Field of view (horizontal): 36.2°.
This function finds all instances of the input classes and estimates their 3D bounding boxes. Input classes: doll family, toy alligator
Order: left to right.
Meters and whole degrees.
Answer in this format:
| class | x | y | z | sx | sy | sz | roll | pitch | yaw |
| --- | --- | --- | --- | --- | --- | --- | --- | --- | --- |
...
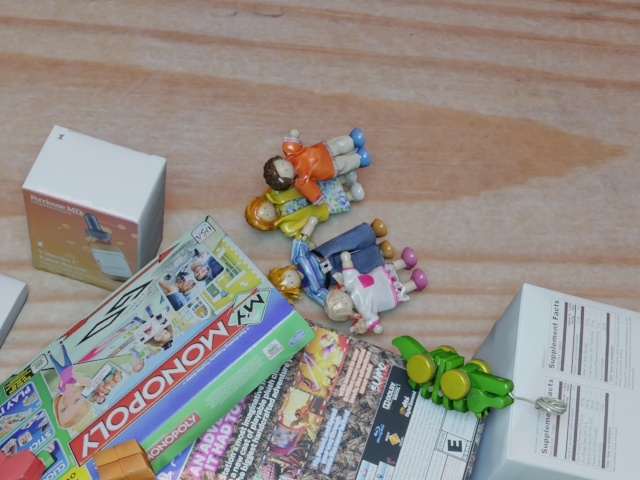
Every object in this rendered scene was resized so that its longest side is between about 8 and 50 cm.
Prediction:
| class | x | y | z | sx | sy | sz | roll | pitch | yaw |
| --- | --- | --- | --- | --- | --- | --- | --- | --- | --- |
| doll family | 0.000 | 0.000 | 1.177 | 0.163 | 0.118 | 0.263 | -21 | 83 | -29 |
| toy alligator | 0.144 | 0.146 | 0.942 | 0.189 | 0.051 | 0.056 | 22 | 19 | 34 |

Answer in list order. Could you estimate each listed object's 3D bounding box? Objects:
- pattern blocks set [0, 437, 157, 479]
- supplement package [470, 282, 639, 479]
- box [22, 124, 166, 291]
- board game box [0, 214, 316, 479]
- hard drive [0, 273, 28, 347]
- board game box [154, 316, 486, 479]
| class | x | y | z | sx | sy | sz | roll | pitch | yaw |
| --- | --- | --- | --- | --- | --- | --- | --- | --- | --- |
| pattern blocks set | -0.233 | 0.266 | 0.754 | 0.324 | 0.026 | 0.285 | -7 | 37 | 35 |
| supplement package | 0.301 | 0.203 | 1.042 | 0.262 | 0.199 | 0.198 | 14 | 58 | -2 |
| box | -0.249 | -0.028 | 1.092 | 0.130 | 0.170 | 0.091 | 17 | 57 | 0 |
| board game box | -0.181 | 0.131 | 0.959 | 0.317 | 0.046 | 0.213 | -40 | 39 | -6 |
| hard drive | -0.509 | 0.085 | 1.048 | 0.318 | 0.040 | 0.210 | 19 | 57 | 1 |
| board game box | -0.005 | 0.226 | 1.002 | 0.291 | 0.141 | 0.232 | 22 | 57 | 3 |
